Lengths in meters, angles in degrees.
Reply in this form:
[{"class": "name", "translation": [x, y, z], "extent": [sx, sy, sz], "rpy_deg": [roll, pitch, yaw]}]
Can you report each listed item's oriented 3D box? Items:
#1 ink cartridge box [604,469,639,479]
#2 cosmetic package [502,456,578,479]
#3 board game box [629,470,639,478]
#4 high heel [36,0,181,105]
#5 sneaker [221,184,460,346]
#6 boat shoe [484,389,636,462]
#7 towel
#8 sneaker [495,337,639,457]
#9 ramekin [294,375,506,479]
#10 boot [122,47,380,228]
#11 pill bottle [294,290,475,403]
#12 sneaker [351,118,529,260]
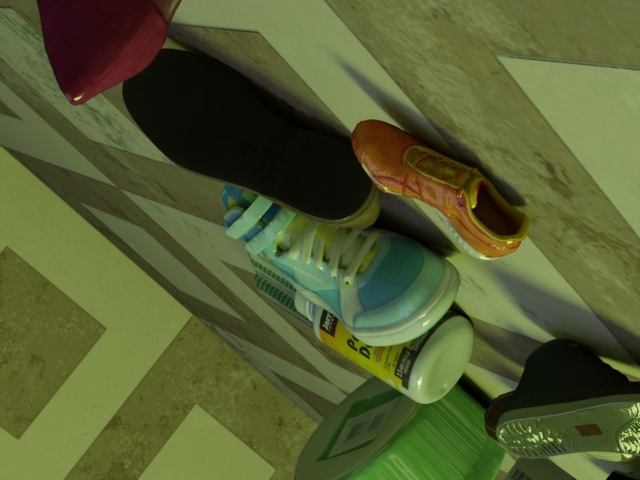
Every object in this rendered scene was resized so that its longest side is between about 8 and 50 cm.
[{"class": "ink cartridge box", "translation": [0.416, 0.437, 1.473], "extent": [0.176, 0.069, 0.370], "rpy_deg": [12, 130, 40]}, {"class": "cosmetic package", "translation": [0.337, 0.353, 1.607], "extent": [0.239, 0.060, 0.099], "rpy_deg": [34, 163, 19]}, {"class": "board game box", "translation": [0.505, 0.397, 1.591], "extent": [0.318, 0.066, 0.318], "rpy_deg": [36, 167, 8]}, {"class": "high heel", "translation": [-0.249, -0.228, 1.150], "extent": [0.127, 0.181, 0.377], "rpy_deg": [46, 165, -35]}, {"class": "sneaker", "translation": [0.000, 0.000, 1.424], "extent": [0.208, 0.127, 0.319], "rpy_deg": [42, 166, -27]}, {"class": "boat shoe", "translation": [0.256, 0.186, 1.465], "extent": [0.095, 0.095, 0.257], "rpy_deg": [36, 157, -20]}, {"class": "towel", "translation": [-0.002, 0.083, 1.950], "extent": [0.248, 0.038, 0.325], "rpy_deg": [33, 165, 12]}, {"class": "sneaker", "translation": [0.286, 0.144, 1.294], "extent": [0.222, 0.118, 0.083], "rpy_deg": [-8, 129, 32]}, {"class": "ramekin", "translation": [0.106, 0.309, 1.881], "extent": [0.148, 0.303, 0.303], "rpy_deg": [48, 166, -13]}, {"class": "boot", "translation": [-0.072, -0.094, 1.349], "extent": [0.305, 0.112, 0.115], "rpy_deg": [31, 177, 18]}, {"class": "pill bottle", "translation": [0.074, 0.101, 1.602], "extent": [0.215, 0.117, 0.117], "rpy_deg": [30, 166, 31]}, {"class": "sneaker", "translation": [0.106, -0.054, 1.120], "extent": [0.175, 0.064, 0.067], "rpy_deg": [34, 148, -5]}]
